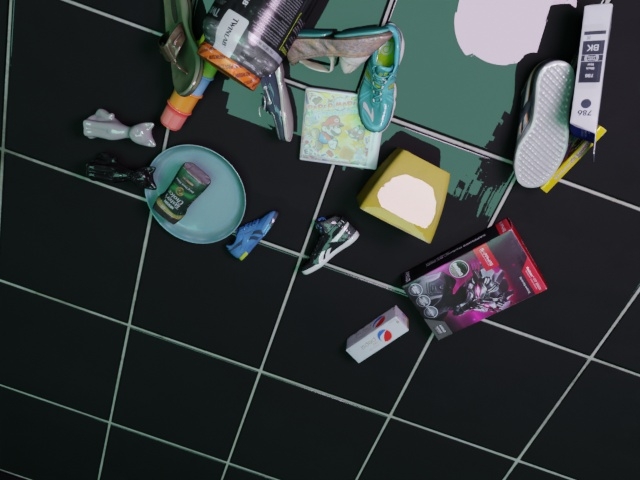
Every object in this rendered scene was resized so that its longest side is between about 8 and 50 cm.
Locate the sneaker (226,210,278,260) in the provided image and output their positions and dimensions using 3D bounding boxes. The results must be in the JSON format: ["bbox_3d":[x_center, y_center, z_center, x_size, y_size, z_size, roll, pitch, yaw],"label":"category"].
[{"bbox_3d":[-0.215,-0.027,1.606,0.082,0.069,0.209,42,113,-7],"label":"sneaker"}]

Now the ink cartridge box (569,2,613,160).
[{"bbox_3d":[0.637,-0.362,1.227,0.065,0.165,0.333,6,93,27],"label":"ink cartridge box"}]

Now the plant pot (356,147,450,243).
[{"bbox_3d":[0.239,-0.140,1.430,0.212,0.212,0.187,27,101,-5],"label":"plant pot"}]

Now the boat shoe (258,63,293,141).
[{"bbox_3d":[-0.131,-0.394,1.413,0.079,0.095,0.255,-8,112,9],"label":"boat shoe"}]

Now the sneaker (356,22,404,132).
[{"bbox_3d":[0.152,-0.418,1.339,0.106,0.110,0.276,8,107,5],"label":"sneaker"}]

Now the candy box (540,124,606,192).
[{"bbox_3d":[0.655,-0.227,1.377,0.027,0.105,0.206,34,114,-7],"label":"candy box"}]

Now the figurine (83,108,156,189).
[{"bbox_3d":[-0.575,-0.262,1.518,0.209,0.092,0.215,13,115,12],"label":"figurine"}]

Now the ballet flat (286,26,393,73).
[{"bbox_3d":[0.043,-0.482,1.313,0.315,0.107,0.106,14,127,33],"label":"ballet flat"}]

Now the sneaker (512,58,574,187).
[{"bbox_3d":[0.576,-0.303,1.341,0.126,0.127,0.321,8,116,7],"label":"sneaker"}]

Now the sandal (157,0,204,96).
[{"bbox_3d":[-0.380,-0.518,1.337,0.120,0.086,0.303,-14,87,41],"label":"sandal"}]

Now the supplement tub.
[{"bbox_3d":[-0.142,-0.548,1.238,0.207,0.207,0.338,32,96,-7],"label":"supplement tub"}]

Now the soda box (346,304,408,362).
[{"bbox_3d":[0.187,0.309,1.701,0.216,0.074,0.069,-39,104,21],"label":"soda box"}]

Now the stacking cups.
[{"bbox_3d":[-0.340,-0.442,1.429,0.096,0.096,0.316,34,118,-8],"label":"stacking cups"}]

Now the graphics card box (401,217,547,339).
[{"bbox_3d":[0.458,0.123,1.571,0.370,0.094,0.233,-29,108,20],"label":"graphics card box"}]

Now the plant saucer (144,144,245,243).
[{"bbox_3d":[-0.380,-0.143,1.590,0.317,0.044,0.318,3,115,6],"label":"plant saucer"}]

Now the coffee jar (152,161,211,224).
[{"bbox_3d":[-0.413,-0.137,1.530,0.096,0.079,0.184,39,114,-10],"label":"coffee jar"}]

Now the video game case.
[{"bbox_3d":[0.061,-0.315,1.461,0.226,0.026,0.207,8,115,4],"label":"video game case"}]

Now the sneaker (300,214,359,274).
[{"bbox_3d":[0.000,0.000,1.590,0.217,0.079,0.121,-38,102,13],"label":"sneaker"}]
